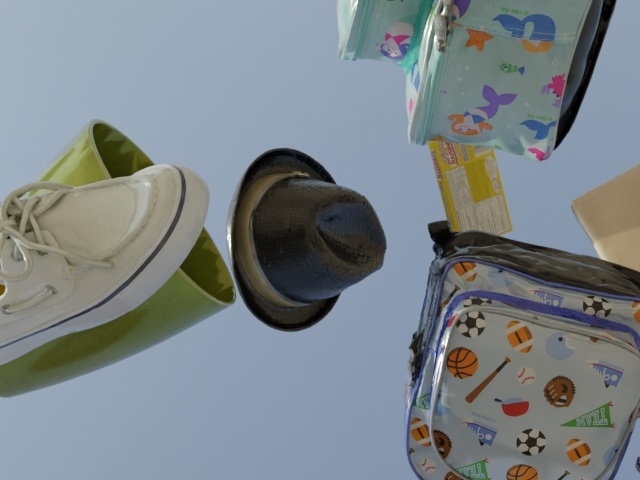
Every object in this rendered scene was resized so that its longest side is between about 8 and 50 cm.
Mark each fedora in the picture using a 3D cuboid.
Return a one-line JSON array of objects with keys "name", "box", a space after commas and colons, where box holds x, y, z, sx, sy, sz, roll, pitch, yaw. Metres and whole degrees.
[{"name": "fedora", "box": [0.000, 0.000, 1.785, 0.153, 0.334, 0.334, 1, -145, 36]}]

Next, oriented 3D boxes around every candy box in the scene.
[{"name": "candy box", "box": [0.232, -0.097, 1.730, 0.105, 0.027, 0.205, -19, -80, -23]}]

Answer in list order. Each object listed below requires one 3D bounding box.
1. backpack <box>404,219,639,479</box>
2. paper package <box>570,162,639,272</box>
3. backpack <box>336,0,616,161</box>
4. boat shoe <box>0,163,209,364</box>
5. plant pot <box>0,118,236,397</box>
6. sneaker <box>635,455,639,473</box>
[{"name": "backpack", "box": [0.205, 0.148, 1.107, 0.277, 0.263, 0.213, 16, -156, 9]}, {"name": "paper package", "box": [0.539, 0.005, 1.433, 0.168, 0.325, 0.309, 51, -165, -37]}, {"name": "backpack", "box": [0.107, -0.184, 0.732, 0.191, 0.253, 0.225, 3, -144, 4]}, {"name": "boat shoe", "box": [-0.283, 0.007, 1.078, 0.156, 0.367, 0.135, 32, -136, -42]}, {"name": "plant pot", "box": [-0.301, 0.050, 1.336, 0.293, 0.275, 0.274, -36, -114, 7]}, {"name": "sneaker", "box": [0.432, 0.224, 1.116, 0.221, 0.083, 0.087, -3, -116, 20]}]
